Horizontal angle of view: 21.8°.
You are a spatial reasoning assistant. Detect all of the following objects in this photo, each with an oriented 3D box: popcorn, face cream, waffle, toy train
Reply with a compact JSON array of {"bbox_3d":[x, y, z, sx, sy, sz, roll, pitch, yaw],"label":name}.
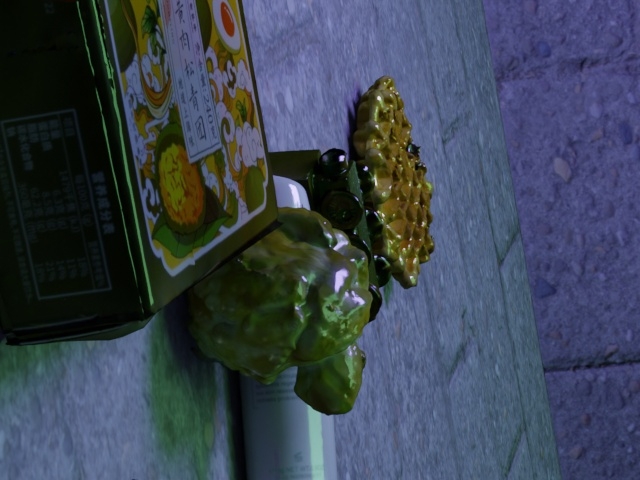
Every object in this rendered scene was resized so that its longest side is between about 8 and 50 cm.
[{"bbox_3d":[-0.033,0.074,1.634,0.212,0.198,0.198,57,25,-20],"label":"popcorn"},{"bbox_3d":[-0.041,0.104,1.769,0.102,0.102,0.345,27,59,-71],"label":"face cream"},{"bbox_3d":[0.106,-0.082,2.425,0.283,0.065,0.309,1,85,-72],"label":"waffle"},{"bbox_3d":[0.000,0.000,1.897,0.090,0.137,0.225,-66,150,-57],"label":"toy train"}]

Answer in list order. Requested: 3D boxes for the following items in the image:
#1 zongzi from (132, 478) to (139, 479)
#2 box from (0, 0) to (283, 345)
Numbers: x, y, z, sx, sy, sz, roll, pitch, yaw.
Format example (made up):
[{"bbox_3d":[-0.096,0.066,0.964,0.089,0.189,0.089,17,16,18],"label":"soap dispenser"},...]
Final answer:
[{"bbox_3d":[-0.125,0.247,1.468,0.067,0.073,0.083,-54,137,-41],"label":"zongzi"},{"bbox_3d":[-0.173,-0.161,1.369,0.373,0.138,0.420,-39,121,-71],"label":"box"}]
